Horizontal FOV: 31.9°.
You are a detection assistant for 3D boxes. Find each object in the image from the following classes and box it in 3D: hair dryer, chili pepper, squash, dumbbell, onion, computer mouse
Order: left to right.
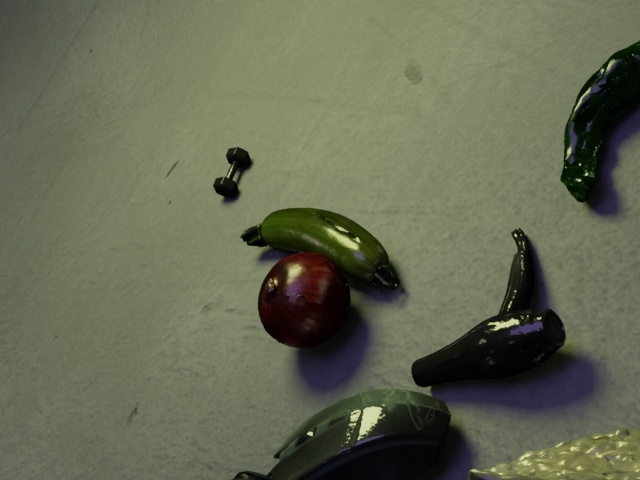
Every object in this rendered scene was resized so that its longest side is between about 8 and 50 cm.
[{"bbox_3d":[-0.143,-0.109,1.801,0.036,0.040,0.083,-45,22,62],"label":"dumbbell"},{"bbox_3d":[-0.022,0.078,1.455,0.131,0.131,0.131,-25,43,26],"label":"onion"},{"bbox_3d":[0.001,-0.002,1.542,0.318,0.071,0.080,17,66,49],"label":"squash"},{"bbox_3d":[0.038,0.223,1.273,0.231,0.071,0.126,-17,29,19],"label":"computer mouse"},{"bbox_3d":[0.206,0.071,1.309,0.195,0.075,0.219,-24,33,41],"label":"hair dryer"},{"bbox_3d":[0.363,-0.174,1.354,0.279,0.065,0.122,-52,47,-2],"label":"chili pepper"}]

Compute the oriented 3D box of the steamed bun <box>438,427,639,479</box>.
[{"bbox_3d":[0.260,0.268,0.954,0.290,0.273,0.272,-13,7,33],"label":"steamed bun"}]

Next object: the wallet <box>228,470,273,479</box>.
[{"bbox_3d":[-0.045,0.348,1.289,0.231,0.069,0.170,0,53,42],"label":"wallet"}]
